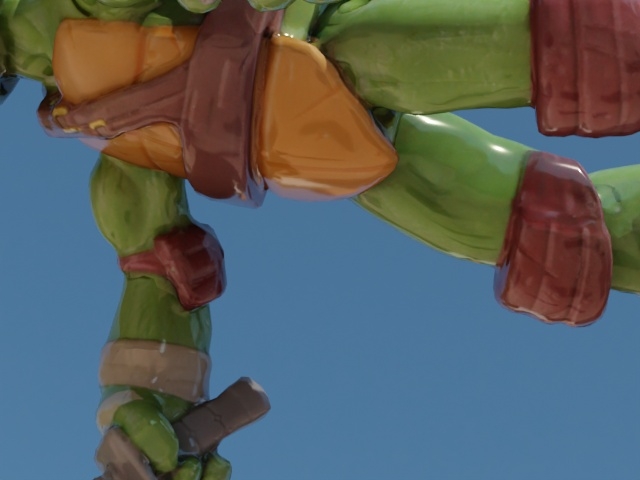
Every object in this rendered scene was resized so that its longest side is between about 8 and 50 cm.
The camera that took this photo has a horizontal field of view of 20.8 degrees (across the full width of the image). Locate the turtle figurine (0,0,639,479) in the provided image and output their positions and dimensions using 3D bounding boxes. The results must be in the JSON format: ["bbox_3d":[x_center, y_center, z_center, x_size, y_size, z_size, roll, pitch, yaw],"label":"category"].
[{"bbox_3d":[0.000,0.000,0.435,0.266,0.275,0.198,5,-74,2],"label":"turtle figurine"}]
